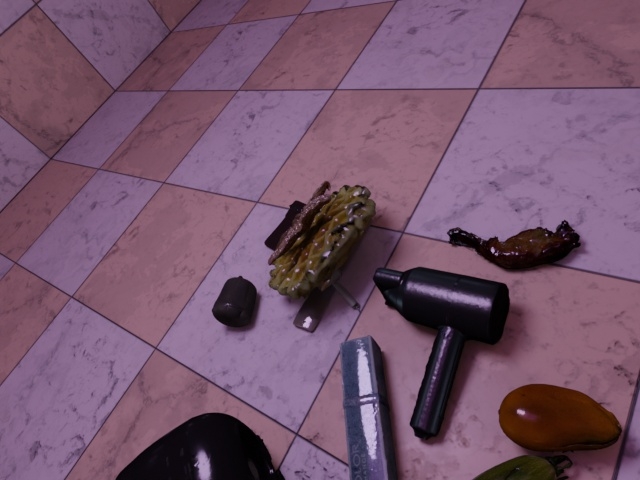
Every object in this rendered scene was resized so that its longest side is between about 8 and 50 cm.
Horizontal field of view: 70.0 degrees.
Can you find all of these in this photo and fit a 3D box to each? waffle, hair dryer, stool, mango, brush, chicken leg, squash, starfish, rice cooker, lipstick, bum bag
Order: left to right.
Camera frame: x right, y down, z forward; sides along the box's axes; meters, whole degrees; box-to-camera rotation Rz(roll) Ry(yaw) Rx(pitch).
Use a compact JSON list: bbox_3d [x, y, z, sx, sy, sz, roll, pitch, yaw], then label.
[{"bbox_3d":[-0.189,0.435,0.766,0.224,0.267,0.267,-32,45,-5],"label":"rice cooker"},{"bbox_3d":[-0.205,0.149,1.109,0.096,0.096,0.110,-8,48,25],"label":"stool"},{"bbox_3d":[-0.076,-0.035,1.228,0.109,0.026,0.159,24,69,40],"label":"bum bag"},{"bbox_3d":[-0.047,-0.034,1.035,0.240,0.043,0.227,-54,4,-26],"label":"starfish"},{"bbox_3d":[0.000,0.000,1.054,0.317,0.073,0.297,-50,19,-1],"label":"waffle"},{"bbox_3d":[0.028,0.062,1.077,0.060,0.050,0.321,15,64,33],"label":"brush"},{"bbox_3d":[0.043,0.114,1.014,0.063,0.038,0.124,-41,75,-3],"label":"hair dryer"},{"bbox_3d":[0.084,0.320,0.813,0.077,0.076,0.290,-16,48,16],"label":"lipstick"},{"bbox_3d":[0.186,0.196,0.847,0.244,0.116,0.303,9,67,38],"label":"hair dryer"},{"bbox_3d":[0.229,0.403,0.665,0.318,0.071,0.080,-40,46,-4],"label":"squash"},{"bbox_3d":[0.376,0.007,0.915,0.253,0.051,0.106,2,50,32],"label":"chicken leg"},{"bbox_3d":[0.355,0.273,0.694,0.159,0.084,0.105,6,31,14],"label":"mango"}]
